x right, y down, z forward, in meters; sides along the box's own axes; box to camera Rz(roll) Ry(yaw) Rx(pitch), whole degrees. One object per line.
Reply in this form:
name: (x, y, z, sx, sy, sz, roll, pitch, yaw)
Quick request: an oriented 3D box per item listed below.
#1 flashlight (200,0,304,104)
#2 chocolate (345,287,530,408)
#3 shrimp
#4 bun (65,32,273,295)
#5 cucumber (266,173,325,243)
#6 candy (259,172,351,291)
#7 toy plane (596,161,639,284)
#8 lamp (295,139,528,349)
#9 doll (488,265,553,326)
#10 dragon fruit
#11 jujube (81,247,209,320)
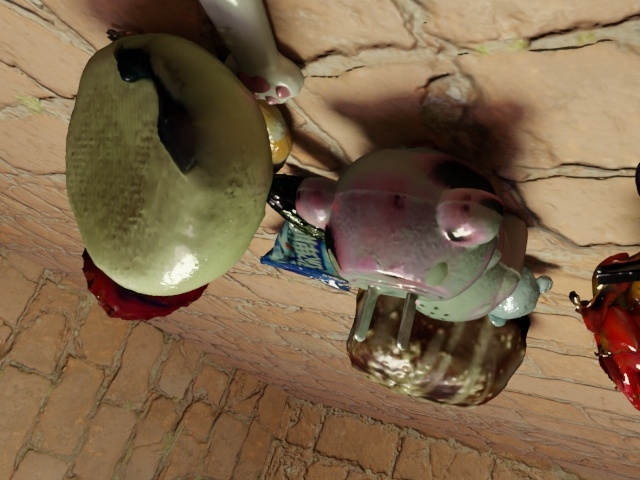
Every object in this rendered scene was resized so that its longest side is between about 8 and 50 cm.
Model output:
flashlight: (-0.076, -0.205, 0.720, 0.093, 0.048, 0.200, 19, 162, 18)
chocolate: (0.198, 0.189, 1.284, 0.340, 0.210, 0.225, 21, 159, -3)
shrimp: (-0.129, -0.152, 0.891, 0.185, 0.068, 0.287, 7, 156, 29)
bun: (-0.149, -0.082, 0.775, 0.283, 0.283, 0.179, 2, -175, 43)
cucumber: (0.034, -0.015, 0.983, 0.081, 0.072, 0.303, -25, 138, 32)
candy: (0.000, 0.000, 1.163, 0.187, 0.077, 0.331, 19, 156, -4)
toy plane: (0.396, -0.048, 0.518, 0.381, 0.155, 0.106, -3, 147, 10)
lamp: (0.121, 0.019, 0.857, 0.247, 0.247, 0.301, 11, 167, 32)
doll: (0.252, 0.045, 1.058, 0.180, 0.075, 0.120, 42, 128, -2)
dragon fruit: (0.408, 0.080, 0.735, 0.227, 0.243, 0.307, 54, -178, 27)
jujube: (-0.359, 0.051, 1.454, 0.258, 0.258, 0.376, 26, 167, -17)
